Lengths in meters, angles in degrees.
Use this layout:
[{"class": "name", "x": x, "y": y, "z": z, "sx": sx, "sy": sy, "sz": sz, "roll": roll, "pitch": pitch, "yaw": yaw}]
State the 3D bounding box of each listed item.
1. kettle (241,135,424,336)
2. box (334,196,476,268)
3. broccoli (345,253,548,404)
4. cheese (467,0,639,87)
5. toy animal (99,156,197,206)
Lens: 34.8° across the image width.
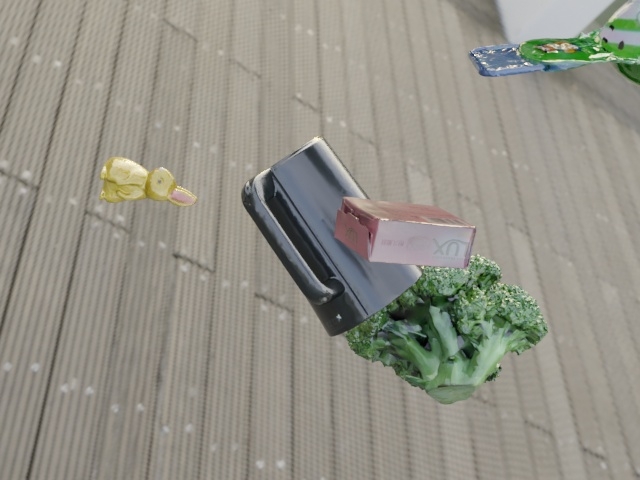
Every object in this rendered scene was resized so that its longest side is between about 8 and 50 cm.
[{"class": "kettle", "x": -0.006, "y": 0.003, "z": 1.772, "sx": 0.262, "sy": 0.203, "sz": 0.308, "roll": -37, "pitch": 94, "yaw": -34}, {"class": "box", "x": 0.104, "y": -0.010, "z": 1.275, "sx": 0.156, "sy": 0.060, "sz": 0.111, "roll": 6, "pitch": 15, "yaw": -24}, {"class": "broccoli", "x": 0.259, "y": 0.185, "z": 2.117, "sx": 0.321, "sy": 0.413, "sz": 0.310, "roll": 11, "pitch": 74, "yaw": -79}, {"class": "cheese", "x": 0.302, "y": -0.185, "z": 0.954, "sx": 0.320, "sy": 0.083, "sz": 0.204, "roll": -5, "pitch": 24, "yaw": 0}, {"class": "toy animal", "x": -0.278, "y": -0.093, "z": 1.674, "sx": 0.159, "sy": 0.070, "sz": 0.083, "roll": 12, "pitch": 40, "yaw": 1}]
